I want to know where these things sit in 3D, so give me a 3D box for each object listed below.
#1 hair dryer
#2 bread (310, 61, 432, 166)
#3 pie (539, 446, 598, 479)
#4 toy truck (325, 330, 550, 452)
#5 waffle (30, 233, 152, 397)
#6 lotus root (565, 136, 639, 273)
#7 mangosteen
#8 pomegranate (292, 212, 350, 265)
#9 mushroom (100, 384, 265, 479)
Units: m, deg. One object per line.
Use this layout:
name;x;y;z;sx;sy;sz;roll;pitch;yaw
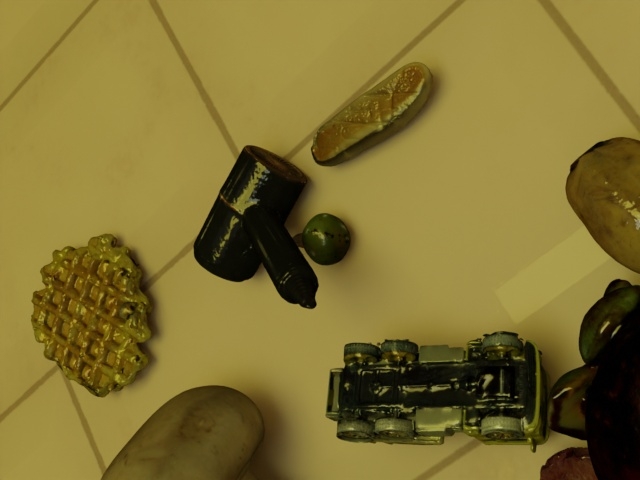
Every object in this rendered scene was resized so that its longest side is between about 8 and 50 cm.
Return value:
hair dryer;-0.074;0.020;1.313;0.189;0.107;0.352;-60;27;16
bread;0.075;-0.168;1.346;0.214;0.053;0.073;-33;65;29
pie;0.317;0.303;1.112;0.154;0.036;0.154;26;128;40
toy truck;0.150;0.198;1.201;0.272;0.157;0.124;-6;65;25
waffle;-0.381;0.128;1.615;0.262;0.060;0.281;-29;69;31
lotus root;0.372;-0.031;1.100;0.221;0.118;0.125;49;128;30
mangosteen;0.396;0.165;0.964;0.311;0.311;0.311;-4;83;33
pomegranate;0.003;0.003;1.369;0.084;0.073;0.073;-39;63;48
mushroom;-0.153;0.368;1.346;0.290;0.292;0.292;38;108;0
